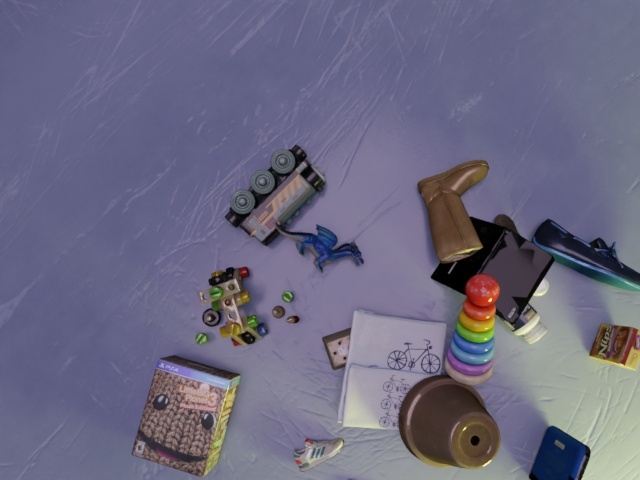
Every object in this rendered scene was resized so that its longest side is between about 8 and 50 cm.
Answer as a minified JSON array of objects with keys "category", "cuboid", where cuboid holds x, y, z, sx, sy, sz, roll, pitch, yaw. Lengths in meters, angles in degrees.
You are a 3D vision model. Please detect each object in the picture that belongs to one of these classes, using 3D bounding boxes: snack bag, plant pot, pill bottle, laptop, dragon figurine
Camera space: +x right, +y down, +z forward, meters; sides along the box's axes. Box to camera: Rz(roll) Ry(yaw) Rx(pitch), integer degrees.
[{"category":"snack bag","cuboid":[0.226,0.388,1.717,0.323,0.037,0.342,10,85,-14]},{"category":"plant pot","cuboid":[0.375,0.523,1.611,0.263,0.229,0.263,1,87,-11]},{"category":"pill bottle","cuboid":[0.589,0.221,1.726,0.094,0.094,0.169,-41,82,0]},{"category":"pill bottle","cuboid":[0.636,0.133,1.721,0.065,0.116,0.065,-1,84,5]},{"category":"laptop","cuboid":[0.506,0.082,1.728,0.136,0.264,0.234,35,86,-31]},{"category":"dragon figurine","cuboid":[0.000,0.000,1.792,0.289,0.085,0.144,41,91,-6]},{"category":"plant pot","cuboid":[0.068,0.331,1.759,0.109,0.096,0.109,-20,82,3]}]

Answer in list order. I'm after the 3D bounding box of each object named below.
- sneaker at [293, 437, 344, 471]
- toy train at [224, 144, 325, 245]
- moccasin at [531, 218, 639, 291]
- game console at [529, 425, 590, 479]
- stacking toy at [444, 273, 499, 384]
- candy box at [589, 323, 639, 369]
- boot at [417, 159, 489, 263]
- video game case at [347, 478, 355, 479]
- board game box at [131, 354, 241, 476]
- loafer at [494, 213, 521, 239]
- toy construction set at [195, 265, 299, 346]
[{"category":"sneaker","cuboid":[-0.009,0.629,1.751,0.161,0.057,0.075,-31,87,4]},{"category":"toy train","cuboid":[-0.140,-0.140,1.820,0.190,0.142,0.334,45,87,-4]},{"category":"moccasin","cuboid":[0.804,0.038,1.709,0.342,0.138,0.117,27,82,7]},{"category":"game console","cuboid":[0.696,0.673,1.566,0.173,0.293,0.250,22,86,6]},{"category":"stacking toy","cuboid":[0.437,0.242,1.624,0.141,0.141,0.330,5,121,6]},{"category":"candy box","cuboid":[0.844,0.299,1.648,0.053,0.186,0.109,23,85,4]},{"category":"boot","cuboid":[0.431,-0.087,1.743,0.236,0.089,0.269,-22,62,15]},{"category":"video game case","cuboid":[0.135,0.775,1.745,0.122,0.011,0.087,9,85,6]},{"category":"board game box","cuboid":[-0.401,0.524,1.756,0.232,0.141,0.291,14,85,6]},{"category":"loafer","cuboid":[0.582,-0.014,1.778,0.056,0.050,0.148,-25,66,-1]},{"category":"toy construction set","cuboid":[-0.227,0.203,1.729,0.309,0.237,0.257,6,84,5]}]
